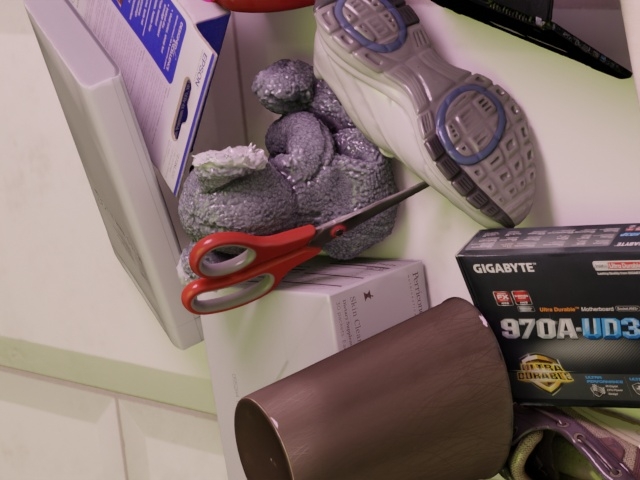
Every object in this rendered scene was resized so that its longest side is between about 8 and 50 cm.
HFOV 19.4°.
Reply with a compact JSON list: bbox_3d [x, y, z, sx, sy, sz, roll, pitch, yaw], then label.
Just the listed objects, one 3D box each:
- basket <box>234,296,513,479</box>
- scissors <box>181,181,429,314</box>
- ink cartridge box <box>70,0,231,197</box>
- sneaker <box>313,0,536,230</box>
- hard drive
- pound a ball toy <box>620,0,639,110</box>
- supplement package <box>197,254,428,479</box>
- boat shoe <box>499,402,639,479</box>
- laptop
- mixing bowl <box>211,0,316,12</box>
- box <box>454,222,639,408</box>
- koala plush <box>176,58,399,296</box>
[{"bbox_3d":[0.046,0.176,1.771,0.154,0.226,0.204,50,148,42],"label":"basket"},{"bbox_3d":[0.000,0.000,1.861,0.109,0.297,0.021,87,159,-47],"label":"scissors"},{"bbox_3d":[-0.180,-0.221,1.989,0.371,0.069,0.176,57,138,44],"label":"ink cartridge box"},{"bbox_3d":[0.100,-0.121,1.826,0.297,0.111,0.129,52,155,18],"label":"sneaker"},{"bbox_3d":[-0.221,-0.078,2.030,0.233,0.047,0.353,51,162,51],"label":"hard drive"},{"bbox_3d":[0.361,-0.111,1.533,0.208,0.135,0.319,-2,103,45],"label":"pound a ball toy"},{"bbox_3d":[0.006,0.158,1.965,0.204,0.145,0.262,2,106,44],"label":"supplement package"},{"bbox_3d":[0.217,0.202,1.813,0.285,0.092,0.103,21,120,39],"label":"boat shoe"},{"bbox_3d":[0.153,-0.270,1.644,0.234,0.264,0.137,28,95,35],"label":"laptop"},{"bbox_3d":[-0.081,-0.296,1.858,0.181,0.098,0.181,62,173,13],"label":"mixing bowl"},{"bbox_3d":[0.251,0.071,1.720,0.220,0.051,0.175,-2,121,40],"label":"box"},{"bbox_3d":[-0.054,-0.049,1.895,0.203,0.221,0.196,37,127,29],"label":"koala plush"}]
